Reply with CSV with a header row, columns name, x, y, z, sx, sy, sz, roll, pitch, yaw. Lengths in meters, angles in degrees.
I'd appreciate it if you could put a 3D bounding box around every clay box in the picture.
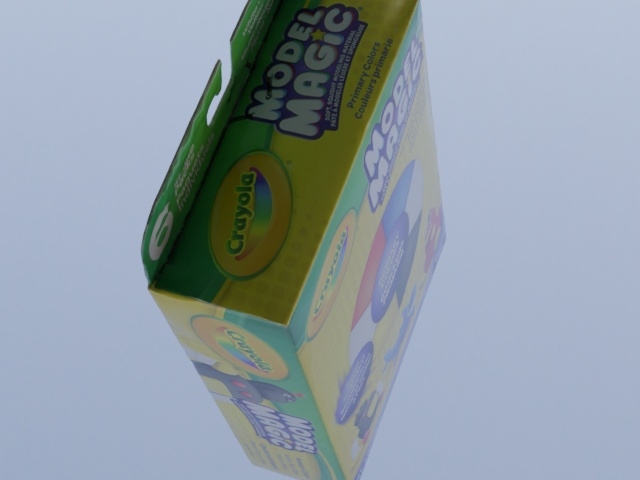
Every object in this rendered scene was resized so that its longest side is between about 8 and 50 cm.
name,x,y,z,sx,sy,sz,roll,pitch,yaw
clay box,0.000,0.000,0.524,0.053,0.222,0.127,16,-111,14
